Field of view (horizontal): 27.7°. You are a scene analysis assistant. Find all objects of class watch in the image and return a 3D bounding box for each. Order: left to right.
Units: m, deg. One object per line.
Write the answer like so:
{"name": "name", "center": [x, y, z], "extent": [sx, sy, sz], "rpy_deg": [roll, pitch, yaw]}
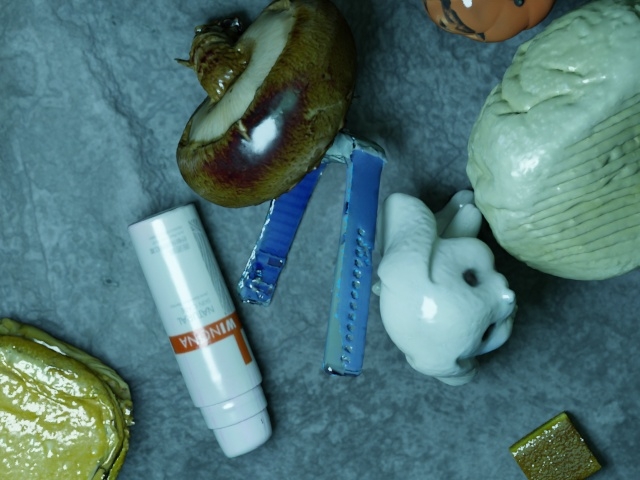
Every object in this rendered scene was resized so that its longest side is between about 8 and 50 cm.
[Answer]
{"name": "watch", "center": [0.008, -0.002, 1.639], "extent": [0.068, 0.276, 0.274], "rpy_deg": [19, 98, -34]}

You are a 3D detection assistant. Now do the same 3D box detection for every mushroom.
{"name": "mushroom", "center": [-0.069, -0.176, 1.632], "extent": [0.163, 0.278, 0.297], "rpy_deg": [26, 111, -40]}

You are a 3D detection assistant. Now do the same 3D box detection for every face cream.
{"name": "face cream", "center": [-0.153, 0.125, 1.735], "extent": [0.102, 0.102, 0.345], "rpy_deg": [-21, 95, 5]}

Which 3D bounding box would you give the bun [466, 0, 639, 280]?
{"name": "bun", "center": [0.338, -0.134, 1.598], "extent": [0.349, 0.227, 0.352], "rpy_deg": [-14, 126, -17]}

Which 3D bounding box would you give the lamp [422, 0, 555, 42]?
{"name": "lamp", "center": [0.206, -0.343, 1.629], "extent": [0.188, 0.164, 0.187], "rpy_deg": [-5, 105, -20]}

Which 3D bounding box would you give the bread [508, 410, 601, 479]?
{"name": "bread", "center": [0.319, 0.294, 1.767], "extent": [0.094, 0.035, 0.090], "rpy_deg": [-35, 94, 7]}

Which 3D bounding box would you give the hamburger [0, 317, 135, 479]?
{"name": "hamburger", "center": [-0.404, 0.269, 1.735], "extent": [0.319, 0.158, 0.318], "rpy_deg": [0, 97, 2]}

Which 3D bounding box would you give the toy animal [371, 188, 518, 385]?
{"name": "toy animal", "center": [0.147, 0.053, 1.641], "extent": [0.174, 0.289, 0.249], "rpy_deg": [-20, 76, 7]}
